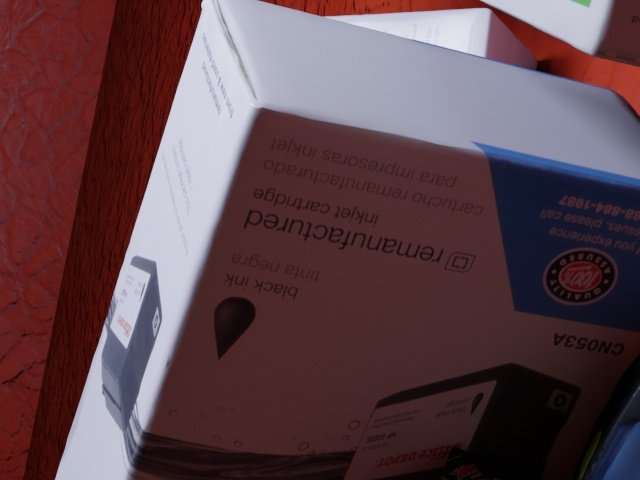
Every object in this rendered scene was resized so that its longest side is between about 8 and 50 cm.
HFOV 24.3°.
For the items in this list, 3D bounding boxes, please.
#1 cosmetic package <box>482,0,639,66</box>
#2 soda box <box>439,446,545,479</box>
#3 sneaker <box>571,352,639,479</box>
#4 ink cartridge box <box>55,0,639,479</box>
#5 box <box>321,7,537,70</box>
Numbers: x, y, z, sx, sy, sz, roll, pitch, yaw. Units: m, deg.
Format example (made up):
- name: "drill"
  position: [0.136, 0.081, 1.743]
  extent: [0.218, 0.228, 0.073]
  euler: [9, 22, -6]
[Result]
- name: "cosmetic package"
  position: [0.195, -0.251, 0.610]
  extent: [0.197, 0.155, 0.365]
  euler: [-129, 51, -69]
- name: "soda box"
  position: [0.058, 0.184, 0.694]
  extent: [0.060, 0.053, 0.168]
  euler: [-57, -16, -60]
- name: "sneaker"
  position: [0.142, 0.145, 0.670]
  extent: [0.069, 0.082, 0.209]
  euler: [-37, -34, -71]
- name: "ink cartridge box"
  position: [0.014, 0.063, 0.731]
  extent: [0.129, 0.223, 0.307]
  euler: [-112, 37, -56]
- name: "box"
  position: [0.037, -0.067, 0.933]
  extent: [0.171, 0.091, 0.130]
  euler: [2, 77, 29]
